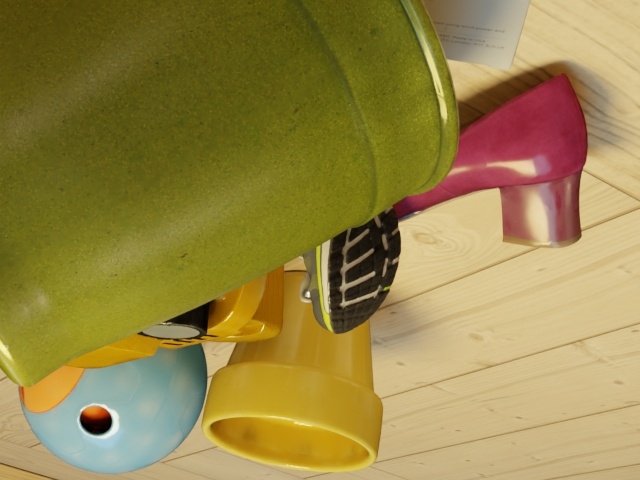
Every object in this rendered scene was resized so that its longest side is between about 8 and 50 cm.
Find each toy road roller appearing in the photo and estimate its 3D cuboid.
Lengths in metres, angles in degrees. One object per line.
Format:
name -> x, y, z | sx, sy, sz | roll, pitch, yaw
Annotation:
toy road roller -> -0.195, 0.061, 1.563 | 0.330, 0.202, 0.241 | -16, 155, 42

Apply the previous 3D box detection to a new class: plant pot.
plant pot -> -0.152, -0.086, 0.876 | 0.366, 0.353, 0.366 | 46, 162, 19
plant pot -> -0.025, 0.184, 1.696 | 0.254, 0.239, 0.254 | 9, 154, 4

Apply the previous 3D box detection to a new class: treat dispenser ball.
treat dispenser ball -> -0.317, 0.212, 1.805 | 0.288, 0.288, 0.288 | 8, 155, 4

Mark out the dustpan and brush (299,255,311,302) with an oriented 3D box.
dustpan and brush -> 0.000, 0.000, 1.347 | 0.147, 0.211, 0.060 | 8, 115, 5

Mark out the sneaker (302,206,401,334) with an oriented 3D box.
sneaker -> 0.002, -0.048, 1.236 | 0.111, 0.299, 0.121 | -17, -163, -38

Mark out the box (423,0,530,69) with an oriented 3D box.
box -> 0.080, -0.240, 0.917 | 0.181, 0.119, 0.182 | 9, 155, 3

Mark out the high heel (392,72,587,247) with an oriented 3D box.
high heel -> 0.107, -0.105, 1.265 | 0.377, 0.127, 0.181 | 6, 118, 28
